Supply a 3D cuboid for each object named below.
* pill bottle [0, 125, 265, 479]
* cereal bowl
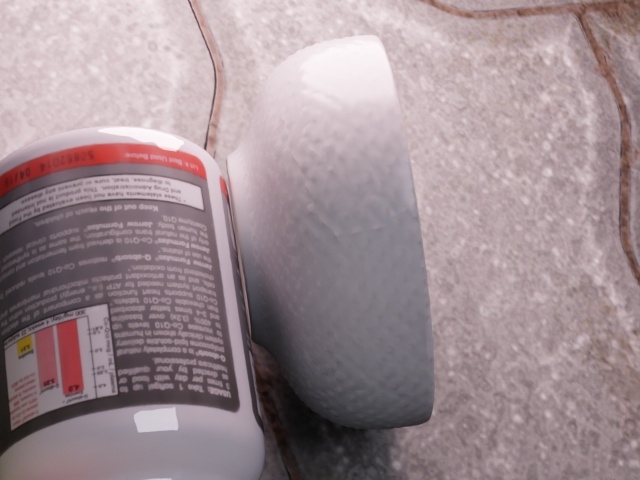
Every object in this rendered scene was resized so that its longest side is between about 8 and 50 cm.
[{"bbox_3d":[-0.155,0.111,1.483,0.210,0.210,0.363,7,59,-29],"label":"pill bottle"},{"bbox_3d":[0.000,0.000,1.600,0.141,0.339,0.339,-9,63,-3],"label":"cereal bowl"}]
